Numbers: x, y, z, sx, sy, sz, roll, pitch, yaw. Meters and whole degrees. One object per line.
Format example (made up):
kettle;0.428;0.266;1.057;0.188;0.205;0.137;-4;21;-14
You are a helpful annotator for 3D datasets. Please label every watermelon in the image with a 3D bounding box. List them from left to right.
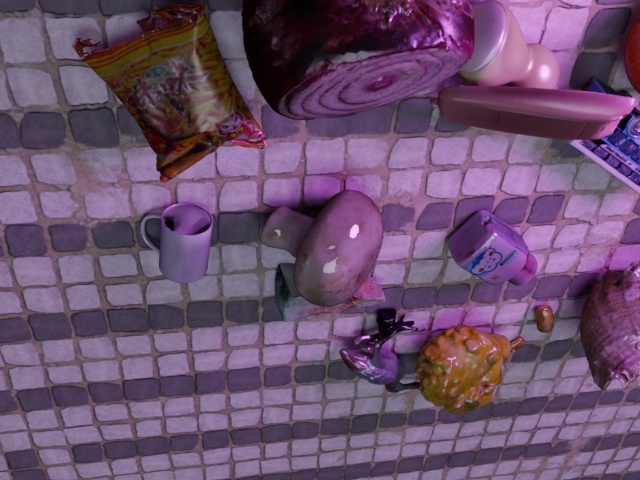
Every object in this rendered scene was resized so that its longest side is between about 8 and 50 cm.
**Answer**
watermelon;0.022;0.126;1.584;0.241;0.094;0.154;-4;139;-12

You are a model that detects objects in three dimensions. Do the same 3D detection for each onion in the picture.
onion;0.044;-0.333;1.053;0.336;0.260;0.282;-16;170;-9

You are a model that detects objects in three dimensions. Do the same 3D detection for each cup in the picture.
cup;-0.276;-0.005;1.400;0.099;0.136;0.133;-26;144;-36

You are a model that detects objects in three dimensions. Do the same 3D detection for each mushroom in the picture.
mushroom;0.000;0.000;1.397;0.243;0.244;0.244;-6;132;-7

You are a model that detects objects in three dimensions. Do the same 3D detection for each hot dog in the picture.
hot dog;0.495;0.280;1.855;0.083;0.021;0.037;-40;126;21

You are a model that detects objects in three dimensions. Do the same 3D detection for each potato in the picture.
potato;0.557;0.191;1.773;0.045;0.046;0.092;11;135;38

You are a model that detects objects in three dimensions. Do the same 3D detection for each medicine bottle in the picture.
medicine bottle;0.383;0.028;1.553;0.188;0.094;0.119;27;120;-31

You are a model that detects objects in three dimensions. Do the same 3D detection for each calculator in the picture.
calculator;0.353;-0.221;1.236;0.329;0.220;0.048;8;89;13

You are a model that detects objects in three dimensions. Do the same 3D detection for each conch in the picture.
conch;0.715;0.179;1.681;0.352;0.210;0.297;-37;170;-24

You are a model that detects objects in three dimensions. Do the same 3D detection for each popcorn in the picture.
popcorn;0.347;0.302;1.753;0.266;0.192;0.233;-19;121;-27

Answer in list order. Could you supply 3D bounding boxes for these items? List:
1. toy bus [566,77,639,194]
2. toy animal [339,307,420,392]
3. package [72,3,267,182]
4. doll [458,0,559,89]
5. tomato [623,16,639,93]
toy bus;0.606;-0.192;1.400;0.297;0.106;0.131;27;124;-29
toy animal;0.155;0.306;1.759;0.195;0.090;0.324;-17;132;-3
package;-0.238;-0.242;1.177;0.223;0.108;0.288;-17;125;10
doll;0.312;-0.313;1.224;0.296;0.141;0.117;21;166;-42
tomato;0.647;-0.320;1.233;0.231;0.189;0.232;-4;131;-5
